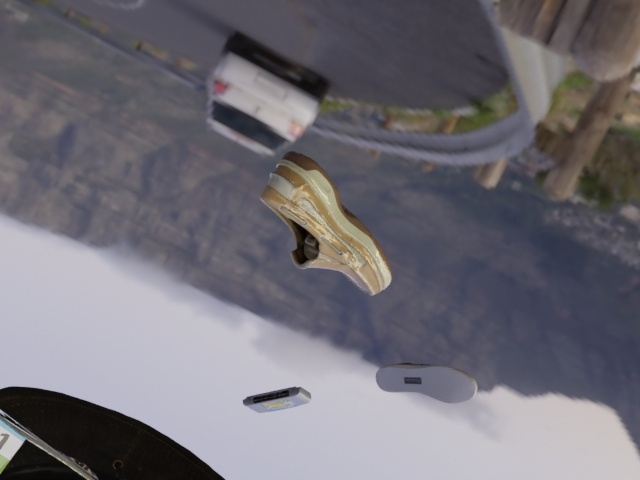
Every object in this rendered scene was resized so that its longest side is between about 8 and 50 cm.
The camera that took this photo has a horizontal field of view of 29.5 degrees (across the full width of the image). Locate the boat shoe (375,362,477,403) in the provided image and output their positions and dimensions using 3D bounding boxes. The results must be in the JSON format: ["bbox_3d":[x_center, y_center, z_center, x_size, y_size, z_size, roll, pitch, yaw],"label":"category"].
[{"bbox_3d":[0.143,0.183,1.608,0.142,0.049,0.040,5,-171,26],"label":"boat shoe"}]

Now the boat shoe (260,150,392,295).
[{"bbox_3d":[0.000,0.000,1.175,0.068,0.072,0.190,15,151,50],"label":"boat shoe"}]

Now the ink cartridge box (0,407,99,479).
[{"bbox_3d":[-0.246,0.122,0.734,0.255,0.097,0.189,27,163,29],"label":"ink cartridge box"}]

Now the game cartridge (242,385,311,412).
[{"bbox_3d":[-0.057,0.216,1.645,0.083,0.017,0.056,-14,160,16],"label":"game cartridge"}]

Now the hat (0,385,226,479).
[{"bbox_3d":[-0.225,0.287,1.054,0.331,0.134,0.331,15,-139,-13],"label":"hat"}]
